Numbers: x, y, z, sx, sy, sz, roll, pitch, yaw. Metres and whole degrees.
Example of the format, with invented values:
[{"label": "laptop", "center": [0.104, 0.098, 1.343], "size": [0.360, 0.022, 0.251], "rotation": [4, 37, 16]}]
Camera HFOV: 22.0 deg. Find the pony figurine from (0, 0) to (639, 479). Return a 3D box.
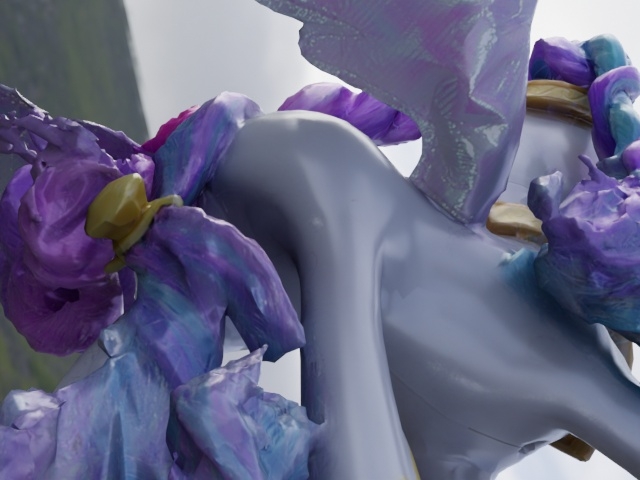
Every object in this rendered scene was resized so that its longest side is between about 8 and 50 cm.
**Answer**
[{"label": "pony figurine", "center": [0.000, 0.000, 0.541], "size": [0.303, 0.351, 0.363], "rotation": [-41, -155, 35]}]
